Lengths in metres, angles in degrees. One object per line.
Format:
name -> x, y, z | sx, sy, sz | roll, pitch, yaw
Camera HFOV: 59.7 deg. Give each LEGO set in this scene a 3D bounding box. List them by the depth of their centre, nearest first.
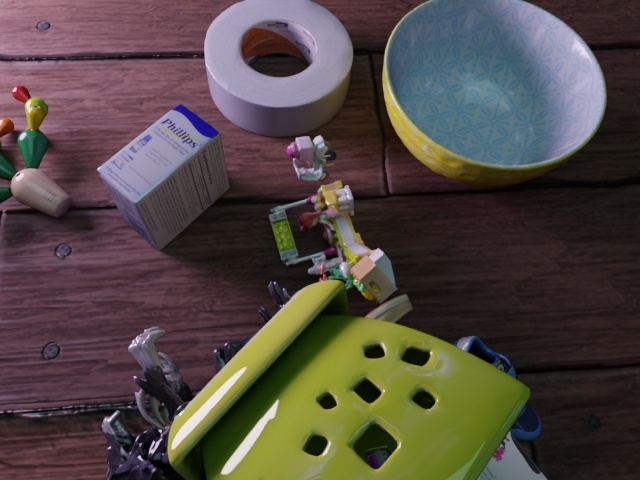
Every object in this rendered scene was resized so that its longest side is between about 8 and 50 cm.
LEGO set -> 0.000, 0.000, 0.687 | 0.107, 0.132, 0.287 | -15, 45, -5

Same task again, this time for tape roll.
tape roll -> -0.062, -0.266, 0.842 | 0.219, 0.072, 0.219 | 2, 64, -4

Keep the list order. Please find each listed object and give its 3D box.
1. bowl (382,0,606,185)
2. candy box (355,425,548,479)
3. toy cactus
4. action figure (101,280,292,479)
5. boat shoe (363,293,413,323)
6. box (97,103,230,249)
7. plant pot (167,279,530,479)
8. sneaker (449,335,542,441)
bowl -> 0.216, -0.181, 0.774 | 0.289, 0.156, 0.289 | 2, 65, -4
candy box -> 0.103, 0.268, 0.599 | 0.233, 0.071, 0.159 | -29, 67, -15
toy cactus -> -0.412, -0.099, 0.732 | 0.180, 0.112, 0.219 | 32, 58, 0
action figure -> -0.141, 0.161, 0.592 | 0.275, 0.164, 0.141 | -38, 82, -29
boat shoe -> 0.052, 0.133, 0.670 | 0.170, 0.063, 0.059 | -38, 75, -9
box -> -0.193, -0.079, 0.714 | 0.072, 0.126, 0.137 | 38, 67, 15
plant pot -> 0.014, 0.185, 0.479 | 0.207, 0.228, 0.227 | 34, 65, 25
sneaker -> 0.206, 0.172, 0.656 | 0.053, 0.059, 0.144 | -33, 72, -35
